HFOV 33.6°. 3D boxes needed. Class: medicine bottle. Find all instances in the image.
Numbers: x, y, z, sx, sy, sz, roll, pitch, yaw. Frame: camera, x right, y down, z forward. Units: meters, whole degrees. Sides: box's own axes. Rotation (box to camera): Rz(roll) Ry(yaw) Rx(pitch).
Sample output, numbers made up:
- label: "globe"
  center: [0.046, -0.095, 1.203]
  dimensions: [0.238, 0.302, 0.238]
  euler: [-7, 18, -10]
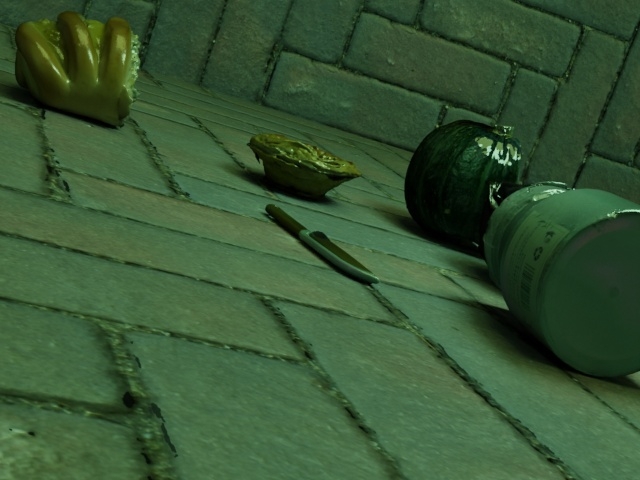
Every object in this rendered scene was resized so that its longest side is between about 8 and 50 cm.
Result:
- label: "medicine bottle"
  center: [0.381, 0.038, 1.558]
  dimensions: [0.245, 0.244, 0.290]
  euler: [16, 12, -15]

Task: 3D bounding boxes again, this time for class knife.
- label: "knife"
  center: [0.001, 0.000, 1.667]
  dimensions: [0.061, 0.027, 0.343]
  euler: [18, 10, -31]

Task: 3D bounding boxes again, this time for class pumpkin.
- label: "pumpkin"
  center: [0.281, -0.130, 2.188]
  dimensions: [0.197, 0.263, 0.293]
  euler: [14, 9, -9]

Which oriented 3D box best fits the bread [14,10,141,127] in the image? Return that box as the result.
- label: "bread"
  center: [-0.494, -0.373, 2.179]
  dimensions: [0.270, 0.211, 0.315]
  euler: [16, 8, -12]

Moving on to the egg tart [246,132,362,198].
- label: "egg tart"
  center: [-0.038, -0.148, 2.130]
  dimensions: [0.241, 0.105, 0.241]
  euler: [18, 8, -3]

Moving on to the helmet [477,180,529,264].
- label: "helmet"
  center: [0.400, 0.014, 1.903]
  dimensions: [0.225, 0.177, 0.305]
  euler: [8, 21, -23]
